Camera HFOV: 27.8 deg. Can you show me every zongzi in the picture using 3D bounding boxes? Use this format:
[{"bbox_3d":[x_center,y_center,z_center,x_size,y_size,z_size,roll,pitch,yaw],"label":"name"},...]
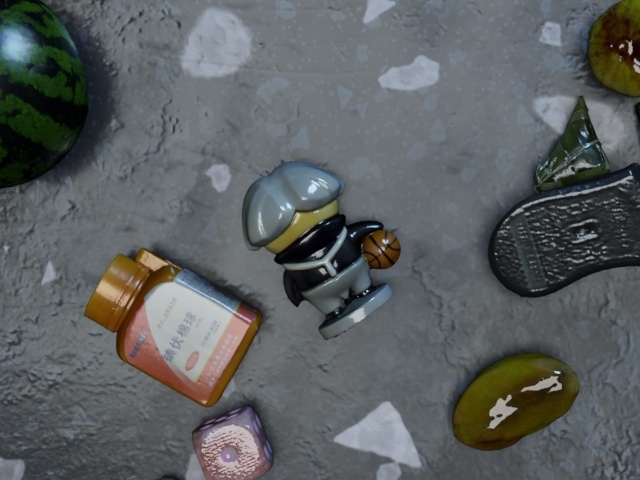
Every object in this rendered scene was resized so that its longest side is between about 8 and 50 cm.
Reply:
[{"bbox_3d":[0.334,-0.129,1.798,0.109,0.055,0.119,-20,81,6],"label":"zongzi"}]

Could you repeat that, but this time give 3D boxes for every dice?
[{"bbox_3d":[-0.124,0.292,1.815,0.094,0.091,0.093,-21,92,4],"label":"dice"}]

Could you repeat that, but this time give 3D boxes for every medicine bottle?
[{"bbox_3d":[-0.208,0.116,1.797,0.222,0.112,0.149,29,94,0],"label":"medicine bottle"}]

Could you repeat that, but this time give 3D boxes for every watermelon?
[{"bbox_3d":[-0.456,-0.205,1.713,0.285,0.285,0.285,0,93,2],"label":"watermelon"}]

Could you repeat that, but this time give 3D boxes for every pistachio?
[{"bbox_3d":[0.267,0.220,1.798,0.189,0.100,0.110,-33,69,12],"label":"pistachio"}]

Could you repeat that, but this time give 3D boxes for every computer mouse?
[{"bbox_3d":[0.358,-0.018,1.776,0.264,0.088,0.147,-14,107,10],"label":"computer mouse"}]

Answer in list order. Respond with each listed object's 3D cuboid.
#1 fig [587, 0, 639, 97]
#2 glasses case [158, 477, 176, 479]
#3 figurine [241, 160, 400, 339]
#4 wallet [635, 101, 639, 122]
[{"bbox_3d":[0.438,-0.260,1.749,0.153,0.121,0.136,17,98,1],"label":"fig"},{"bbox_3d":[-0.260,0.414,1.850,0.178,0.045,0.067,-43,91,3],"label":"glasses case"},{"bbox_3d":[0.000,0.000,1.776,0.176,0.133,0.236,-36,94,-5],"label":"figurine"},{"bbox_3d":[0.525,-0.089,1.785,0.124,0.025,0.244,-13,82,0],"label":"wallet"}]
